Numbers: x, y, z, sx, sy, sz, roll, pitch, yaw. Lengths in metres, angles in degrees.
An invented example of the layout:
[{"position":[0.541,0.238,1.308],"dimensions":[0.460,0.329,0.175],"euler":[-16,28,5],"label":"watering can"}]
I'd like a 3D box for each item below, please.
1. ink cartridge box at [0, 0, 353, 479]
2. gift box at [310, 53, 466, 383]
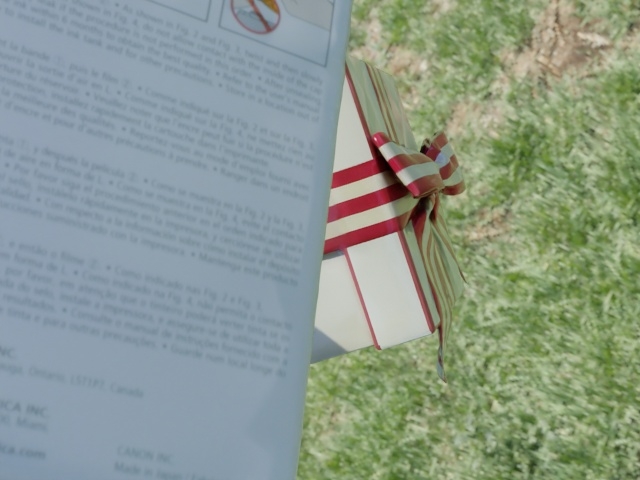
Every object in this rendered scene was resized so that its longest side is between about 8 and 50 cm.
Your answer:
[{"position":[-0.144,-0.069,0.470],"dimensions":[0.091,0.308,0.385],"euler":[-31,48,57],"label":"ink cartridge box"},{"position":[0.000,0.000,0.810],"dimensions":[0.258,0.276,0.255],"euler":[-20,5,16],"label":"gift box"}]
